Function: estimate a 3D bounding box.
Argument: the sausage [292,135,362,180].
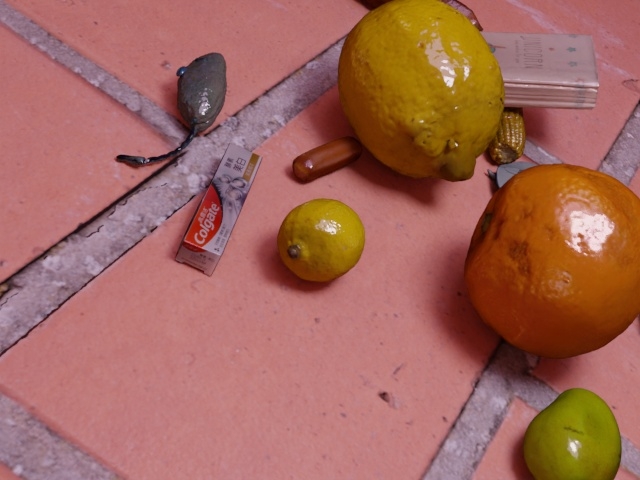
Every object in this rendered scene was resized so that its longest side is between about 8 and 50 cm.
[{"bbox_3d":[0.009,-0.121,1.406,0.131,0.041,0.039,-26,69,-42],"label":"sausage"}]

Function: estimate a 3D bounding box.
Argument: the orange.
[{"bbox_3d":[0.316,0.028,1.259,0.261,0.261,0.261,15,43,-15],"label":"orange"}]

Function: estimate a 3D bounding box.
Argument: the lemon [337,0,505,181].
[{"bbox_3d":[0.152,-0.227,1.436,0.245,0.245,0.319,-7,61,-33],"label":"lemon"}]

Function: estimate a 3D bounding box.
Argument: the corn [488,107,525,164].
[{"bbox_3d":[0.318,-0.208,1.640,0.068,0.068,0.207,19,41,-10],"label":"corn"}]

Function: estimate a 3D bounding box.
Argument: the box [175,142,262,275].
[{"bbox_3d":[-0.131,-0.047,1.258,0.055,0.039,0.218,25,41,-6],"label":"box"}]

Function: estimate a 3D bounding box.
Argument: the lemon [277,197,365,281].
[{"bbox_3d":[0.000,0.000,1.231,0.109,0.109,0.133,40,34,13],"label":"lemon"}]

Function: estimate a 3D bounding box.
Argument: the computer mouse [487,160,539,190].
[{"bbox_3d":[0.376,-0.068,1.530,0.229,0.068,0.113,34,40,7],"label":"computer mouse"}]

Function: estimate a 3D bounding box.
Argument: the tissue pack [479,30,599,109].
[{"bbox_3d":[0.304,-0.295,1.633,0.326,0.071,0.170,3,40,6],"label":"tissue pack"}]

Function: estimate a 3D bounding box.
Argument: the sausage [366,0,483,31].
[{"bbox_3d":[0.161,-0.452,1.779,0.330,0.102,0.102,36,42,9],"label":"sausage"}]

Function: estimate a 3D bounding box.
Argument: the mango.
[{"bbox_3d":[0.317,0.250,1.165,0.117,0.089,0.163,45,44,18],"label":"mango"}]

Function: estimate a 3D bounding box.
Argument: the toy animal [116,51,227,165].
[{"bbox_3d":[-0.191,-0.177,1.350,0.079,0.070,0.253,4,49,25],"label":"toy animal"}]
